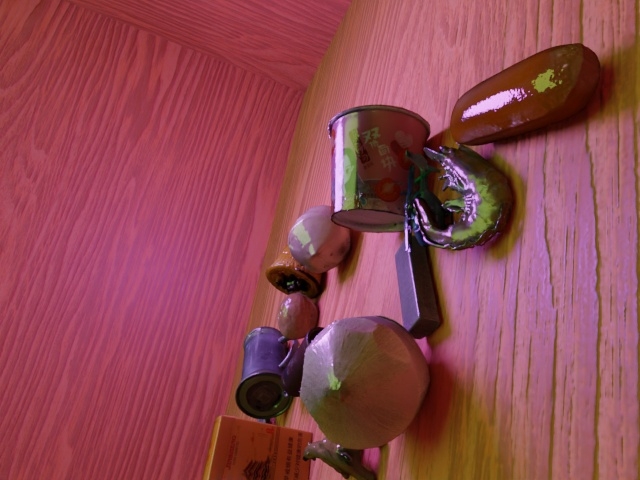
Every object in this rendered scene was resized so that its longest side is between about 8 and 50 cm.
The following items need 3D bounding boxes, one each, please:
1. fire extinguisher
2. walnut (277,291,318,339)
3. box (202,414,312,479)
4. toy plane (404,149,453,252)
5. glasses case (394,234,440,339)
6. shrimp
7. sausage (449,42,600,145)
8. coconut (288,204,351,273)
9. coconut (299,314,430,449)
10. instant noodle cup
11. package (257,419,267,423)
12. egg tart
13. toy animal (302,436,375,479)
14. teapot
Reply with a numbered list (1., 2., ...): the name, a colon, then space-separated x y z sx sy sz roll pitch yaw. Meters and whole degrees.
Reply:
1. fire extinguisher: -0.044 0.390 1.293 0.138 0.102 0.344 -41 -16 -48
2. walnut: -0.080 0.263 1.469 0.166 0.149 0.167 3 -90 -73
3. box: -0.164 0.589 1.137 0.076 0.274 0.174 129 154 -47
4. toy plane: 0.205 -0.074 0.838 0.060 0.096 0.235 132 149 -58
5. glasses case: 0.187 0.087 0.830 0.071 0.047 0.205 112 165 -44
6. shrimp: 0.231 -0.076 0.745 0.173 0.058 0.253 -52 34 15
7. sausage: 0.295 -0.213 0.651 0.274 0.105 0.105 -172 98 -75
8. coconut: 0.000 0.000 1.333 0.224 0.224 0.224 -164 90 -76
9. coconut: 0.068 0.232 0.714 0.234 0.224 0.224 -2 -65 -58
10. instant noodle cup: 0.126 -0.152 0.976 0.243 0.242 0.231 149 129 -69
11. package: -0.230 0.737 1.656 0.239 0.030 0.154 -157 66 -75
12. egg tart: -0.083 0.108 1.537 0.215 0.215 0.171 -52 15 55
13. toy animal: 0.040 0.444 0.881 0.219 0.100 0.103 134 147 -61
14. teapot: -0.190 0.459 1.598 0.270 0.200 0.337 -44 19 10
